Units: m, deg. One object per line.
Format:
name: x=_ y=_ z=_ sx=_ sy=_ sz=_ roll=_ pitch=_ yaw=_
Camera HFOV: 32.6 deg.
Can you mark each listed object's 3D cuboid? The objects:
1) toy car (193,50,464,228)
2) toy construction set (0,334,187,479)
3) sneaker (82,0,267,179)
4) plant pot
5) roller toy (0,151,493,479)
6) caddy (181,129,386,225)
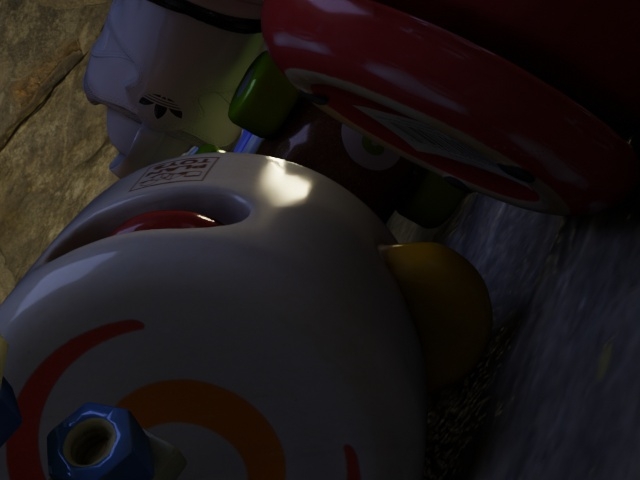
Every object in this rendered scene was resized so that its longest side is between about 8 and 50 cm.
toy car: x=0.000 y=0.000 z=0.654 sx=0.149 sy=0.155 sz=0.188 roll=-54 pitch=18 yaw=25
toy construction set: x=-0.094 y=0.188 z=0.274 sx=0.327 sy=0.215 sz=0.151 roll=-69 pitch=-26 yaw=-17
sneaker: x=-0.083 y=-0.199 z=0.825 sx=0.365 sy=0.137 sz=0.210 roll=-79 pitch=16 yaw=-54
plant pot: x=0.078 y=-0.116 z=0.446 sx=0.174 sy=0.191 sz=0.191 roll=-62 pitch=8 yaw=-2
roller toy: x=-0.046 y=0.060 z=0.496 sx=0.209 sy=0.191 sz=0.146 roll=-55 pitch=8 yaw=23
caddy: x=-0.062 y=-0.017 z=0.953 sx=0.241 sy=0.179 sz=0.341 roll=-49 pitch=12 yaw=53
